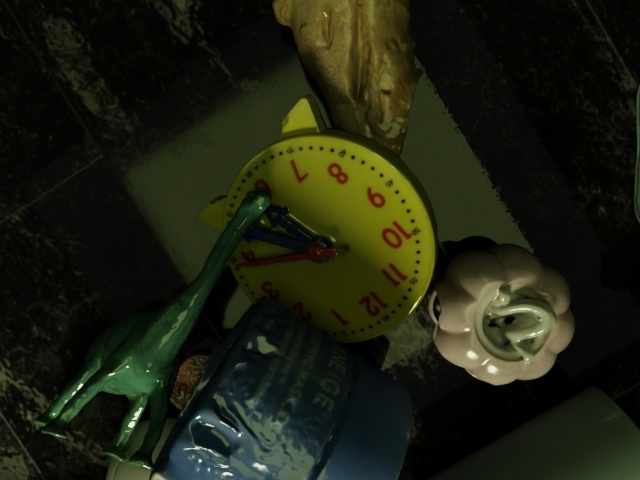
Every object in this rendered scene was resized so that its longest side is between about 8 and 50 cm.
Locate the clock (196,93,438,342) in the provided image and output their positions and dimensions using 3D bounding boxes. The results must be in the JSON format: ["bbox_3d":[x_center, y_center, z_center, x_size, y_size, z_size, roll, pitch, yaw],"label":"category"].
[{"bbox_3d":[0.000,0.003,0.683,0.293,0.071,0.277,40,118,-2],"label":"clock"}]

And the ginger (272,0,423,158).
[{"bbox_3d":[0.050,-0.246,0.683,0.189,0.126,0.355,-15,94,7],"label":"ginger"}]

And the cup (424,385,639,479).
[{"bbox_3d":[0.270,0.347,0.685,0.312,0.205,0.206,-32,93,5],"label":"cup"}]

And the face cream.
[{"bbox_3d":[-0.050,0.223,0.655,0.225,0.249,0.249,32,95,-6],"label":"face cream"}]

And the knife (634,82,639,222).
[{"bbox_3d":[0.437,-0.115,0.739,0.028,0.015,0.211,-1,95,-4],"label":"knife"}]

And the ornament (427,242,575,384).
[{"bbox_3d":[0.224,0.092,0.687,0.177,0.177,0.178,0,94,2],"label":"ornament"}]

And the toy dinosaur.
[{"bbox_3d":[-0.215,0.106,0.712,0.129,0.383,0.331,36,61,-24],"label":"toy dinosaur"}]

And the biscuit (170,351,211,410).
[{"bbox_3d":[-0.171,0.204,0.779,0.078,0.015,0.091,37,95,-3],"label":"biscuit"}]

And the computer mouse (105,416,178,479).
[{"bbox_3d":[-0.211,0.393,0.745,0.184,0.121,0.297,12,93,-1],"label":"computer mouse"}]
